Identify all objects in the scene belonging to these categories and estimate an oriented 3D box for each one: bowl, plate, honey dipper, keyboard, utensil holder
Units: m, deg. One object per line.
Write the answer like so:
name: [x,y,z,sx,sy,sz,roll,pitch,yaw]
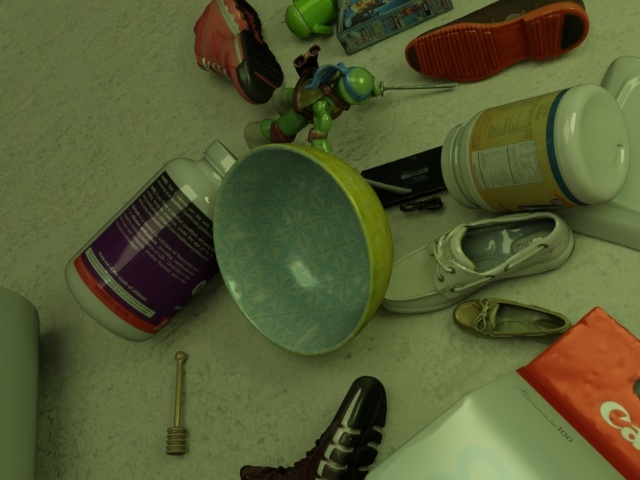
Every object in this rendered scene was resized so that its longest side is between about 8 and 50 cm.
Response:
bowl: [0.000,0.000,0.915,0.289,0.156,0.289,13,111,37]
plate: [0.464,-0.111,0.829,0.277,0.045,0.278,23,79,32]
honey dipper: [-0.223,0.250,1.007,0.030,0.030,0.161,-16,60,19]
keyboard: [0.148,-0.084,0.984,0.180,0.023,0.108,-17,55,19]
utensil holder: [-0.607,0.293,1.004,0.327,0.327,0.385,-22,57,16]

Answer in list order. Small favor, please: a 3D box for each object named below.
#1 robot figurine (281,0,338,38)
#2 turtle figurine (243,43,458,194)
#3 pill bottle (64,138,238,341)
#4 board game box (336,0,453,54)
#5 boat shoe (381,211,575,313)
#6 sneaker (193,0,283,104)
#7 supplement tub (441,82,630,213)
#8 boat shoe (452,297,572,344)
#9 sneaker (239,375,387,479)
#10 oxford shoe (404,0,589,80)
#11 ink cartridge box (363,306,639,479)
robot figurine: [-0.015,-0.420,1.186,0.115,0.067,0.101,-34,66,9]
turtle figurine: [0.025,-0.176,1.026,0.266,0.274,0.198,2,84,51]
pill bottle: [-0.236,-0.004,1.037,0.323,0.181,0.181,-44,57,2]
board game box: [0.130,-0.438,1.129,0.194,0.060,0.194,-6,65,22]
boat shoe: [0.191,0.019,0.868,0.277,0.096,0.098,-23,62,20]
sneaker: [-0.167,-0.343,1.217,0.136,0.116,0.314,-34,50,20]
supplement tub: [0.271,-0.110,0.832,0.199,0.144,0.144,-5,63,52]
boat shoe: [0.244,0.101,0.837,0.153,0.048,0.056,10,72,29]
sneaker: [-0.028,0.295,0.850,0.162,0.106,0.281,14,75,33]
oxford shoe: [0.267,-0.320,1.005,0.271,0.097,0.098,-5,46,19]
ink cartridge box: [0.280,0.249,0.629,0.385,0.091,0.308,-33,60,-20]
